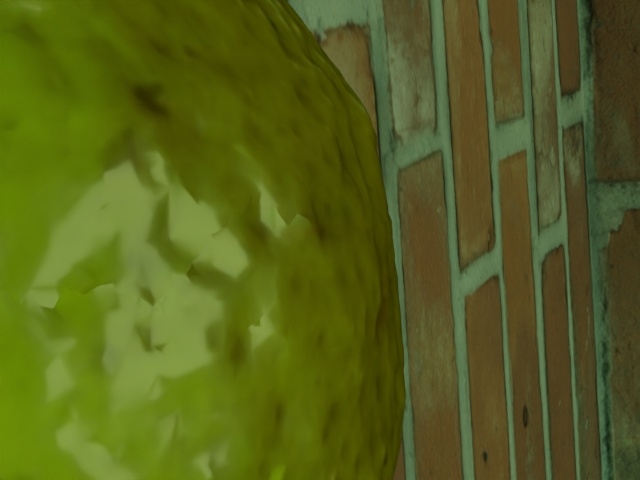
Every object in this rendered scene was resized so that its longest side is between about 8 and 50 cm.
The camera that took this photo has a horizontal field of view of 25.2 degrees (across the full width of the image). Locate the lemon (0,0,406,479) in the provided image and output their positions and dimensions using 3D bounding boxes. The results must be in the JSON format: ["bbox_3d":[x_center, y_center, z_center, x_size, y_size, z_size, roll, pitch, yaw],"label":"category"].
[{"bbox_3d":[-0.134,0.028,0.494,0.387,0.350,0.349,-1,89,-56],"label":"lemon"}]
